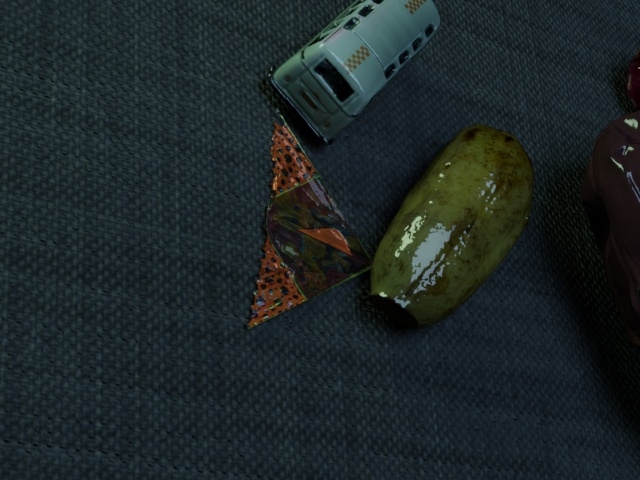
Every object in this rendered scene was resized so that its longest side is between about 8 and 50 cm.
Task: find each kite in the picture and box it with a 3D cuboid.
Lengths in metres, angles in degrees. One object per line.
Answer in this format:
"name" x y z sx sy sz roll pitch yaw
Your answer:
"kite" -0.001 0.000 1.101 0.125 0.008 0.222 24 54 -26

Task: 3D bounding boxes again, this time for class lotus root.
"lotus root" 0.128 -0.017 1.153 0.110 0.097 0.258 46 51 -13

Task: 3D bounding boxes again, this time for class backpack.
"backpack" 0.379 0.014 1.264 0.283 0.197 0.317 -29 81 -42

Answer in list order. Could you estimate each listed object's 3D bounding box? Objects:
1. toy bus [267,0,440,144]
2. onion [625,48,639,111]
"toy bus" 0.041 -0.176 1.170 0.087 0.089 0.194 49 46 -7
"onion" 0.398 -0.183 1.454 0.107 0.097 0.107 -2 100 -14
